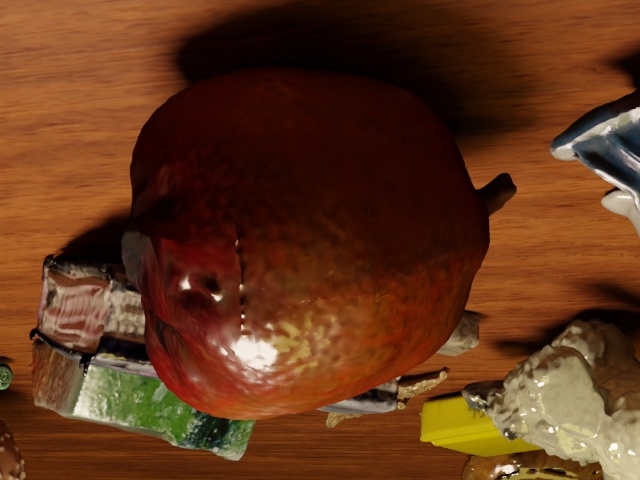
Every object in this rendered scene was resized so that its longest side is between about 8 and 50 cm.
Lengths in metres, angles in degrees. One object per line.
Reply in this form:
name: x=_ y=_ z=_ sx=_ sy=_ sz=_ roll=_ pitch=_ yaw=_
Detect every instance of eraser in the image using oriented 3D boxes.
eraser: x=0.273 y=0.265 z=1.899 sx=0.158 sy=0.069 sz=0.226 roll=22 pitch=152 yaw=-37

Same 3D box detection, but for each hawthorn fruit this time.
hawthorn fruit: x=-0.017 y=0.001 z=1.017 sx=0.295 sy=0.295 sz=0.311 roll=-14 pitch=177 yaw=38

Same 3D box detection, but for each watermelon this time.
watermelon: x=-0.227 y=0.203 z=1.713 sx=0.264 sy=0.151 sz=0.302 roll=17 pitch=155 yaw=-32

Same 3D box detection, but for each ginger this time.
ginger: x=0.382 y=0.358 z=2.080 sx=0.309 sy=0.107 sz=0.133 roll=-2 pitch=144 yaw=5

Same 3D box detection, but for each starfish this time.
starfish: x=0.048 y=0.221 z=1.858 sx=0.231 sy=0.048 sz=0.295 roll=18 pitch=154 yaw=-32

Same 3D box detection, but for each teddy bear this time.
teddy bear: x=0.344 y=0.126 z=1.469 sx=0.327 sy=0.362 sz=0.375 roll=-5 pitch=120 yaw=-28

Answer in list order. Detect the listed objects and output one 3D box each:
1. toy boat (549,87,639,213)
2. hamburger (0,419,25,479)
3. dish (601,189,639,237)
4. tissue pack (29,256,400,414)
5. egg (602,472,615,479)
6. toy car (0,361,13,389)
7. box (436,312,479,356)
toy boat: x=0.322 y=-0.047 z=0.993 sx=0.309 sy=0.129 sz=0.142 roll=12 pitch=143 yaw=-15
hamburger: x=-0.646 y=0.339 z=2.011 sx=0.445 sy=0.287 sz=0.268 roll=3 pitch=119 yaw=8
dish: x=0.391 y=0.004 z=1.177 sx=0.236 sy=0.086 sz=0.228 roll=-8 pitch=156 yaw=29
tissue pack: x=-0.115 y=0.109 z=1.431 sx=0.361 sy=0.122 sz=0.259 roll=13 pitch=176 yaw=-25
egg: x=0.576 y=0.340 z=1.896 sx=0.271 sy=0.206 sz=0.162 roll=0 pitch=129 yaw=-16
toy car: x=-0.518 y=0.184 z=1.854 sx=0.143 sy=0.054 sz=0.073 roll=15 pitch=158 yaw=-36
box: x=0.137 y=0.107 z=1.548 sx=0.098 sy=0.045 sz=0.062 roll=13 pitch=156 yaw=-19
